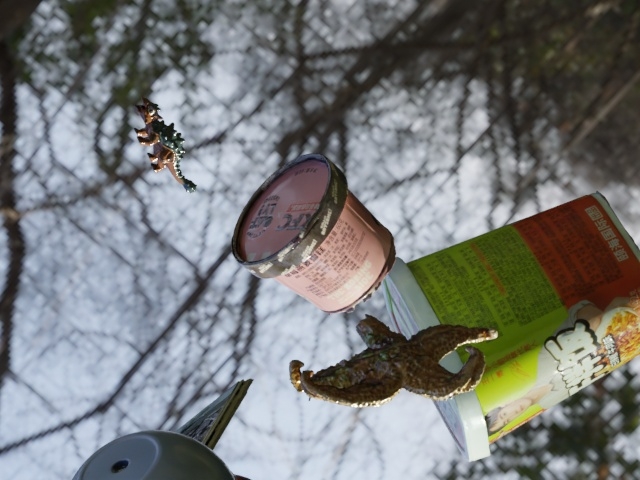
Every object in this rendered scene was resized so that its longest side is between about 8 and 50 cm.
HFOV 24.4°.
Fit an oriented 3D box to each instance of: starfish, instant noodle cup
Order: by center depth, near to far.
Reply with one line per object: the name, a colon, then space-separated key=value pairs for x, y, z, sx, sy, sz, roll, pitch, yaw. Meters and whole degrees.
starfish: x=0.077 y=0.120 z=1.415 sx=0.150 sy=0.209 sz=0.053 roll=47 pitch=148 yaw=46
instant noodle cup: x=0.273 y=0.100 z=1.960 sx=0.294 sy=0.307 sz=0.294 roll=63 pitch=175 yaw=11

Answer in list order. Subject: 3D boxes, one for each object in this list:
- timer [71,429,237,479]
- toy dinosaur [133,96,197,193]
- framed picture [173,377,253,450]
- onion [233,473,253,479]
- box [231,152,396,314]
timer: x=-0.114 y=0.265 z=1.288 sx=0.255 sy=0.175 sz=0.175 roll=42 pitch=-171 yaw=-42
toy dinosaur: x=-0.201 y=-0.120 z=1.903 sx=0.154 sy=0.055 sz=0.049 roll=61 pitch=178 yaw=-33
framed picture: x=-0.223 y=0.310 z=1.983 sx=0.018 sy=0.293 sz=0.231 roll=48 pitch=-156 yaw=-7
onion: x=-0.196 y=0.519 z=2.513 sx=0.285 sy=0.273 sz=0.273 roll=23 pitch=-159 yaw=-36
box: x=0.000 y=0.000 z=1.640 sx=0.135 sy=0.151 sz=0.151 roll=39 pitch=-168 yaw=-30
